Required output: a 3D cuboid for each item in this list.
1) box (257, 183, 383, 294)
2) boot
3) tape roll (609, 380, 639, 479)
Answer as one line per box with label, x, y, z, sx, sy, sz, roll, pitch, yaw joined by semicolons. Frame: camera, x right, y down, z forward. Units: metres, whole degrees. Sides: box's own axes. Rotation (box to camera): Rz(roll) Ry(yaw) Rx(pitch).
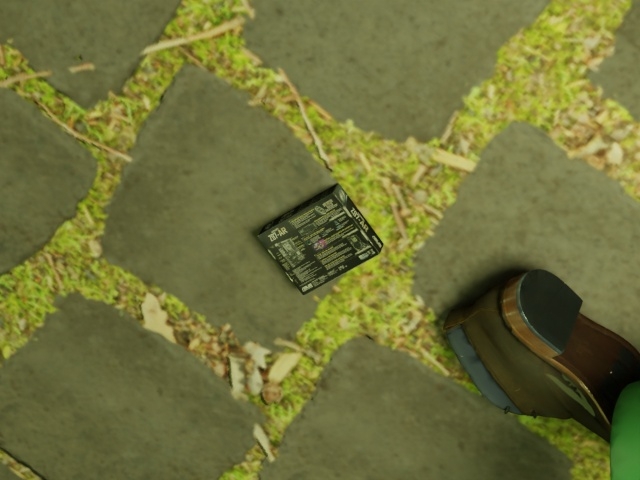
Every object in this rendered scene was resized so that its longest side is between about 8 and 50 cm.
box;0.000;0.000;1.481;0.083;0.018;0.067;-30;106;27
boot;0.199;0.115;1.472;0.106;0.082;0.219;-20;117;48
tape roll;0.314;0.253;1.354;0.077;0.321;0.321;-18;112;24
